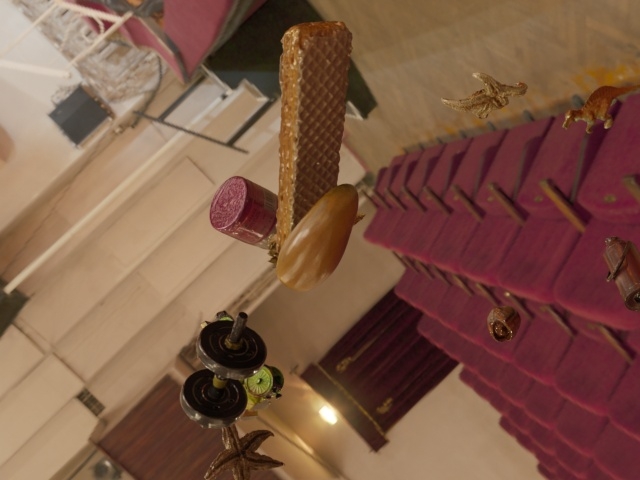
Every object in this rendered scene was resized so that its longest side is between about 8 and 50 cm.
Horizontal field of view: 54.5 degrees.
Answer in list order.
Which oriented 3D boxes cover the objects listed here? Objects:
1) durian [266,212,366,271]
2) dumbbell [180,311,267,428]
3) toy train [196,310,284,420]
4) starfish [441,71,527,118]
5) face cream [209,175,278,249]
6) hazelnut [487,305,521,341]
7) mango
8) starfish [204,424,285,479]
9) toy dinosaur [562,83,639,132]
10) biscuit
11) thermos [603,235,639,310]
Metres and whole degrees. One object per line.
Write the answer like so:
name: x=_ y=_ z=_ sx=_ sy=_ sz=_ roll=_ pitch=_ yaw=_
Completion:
durian: x=-0.006 y=-0.001 z=1.268 sx=0.140 sy=0.224 sz=0.078 roll=57 pitch=-179 yaw=13
dumbbell: x=-0.200 y=0.272 z=1.271 sx=0.143 sy=0.325 sz=0.143 roll=17 pitch=-150 yaw=-10
toy train: x=-0.222 y=0.326 z=1.649 sx=0.296 sy=0.160 sz=0.100 roll=50 pitch=-172 yaw=25
starfish: x=0.425 y=-0.367 z=1.585 sx=0.071 sy=0.216 sz=0.238 roll=69 pitch=-170 yaw=21
face cream: x=-0.202 y=-0.078 z=1.840 sx=0.195 sy=0.175 sz=0.175 roll=26 pitch=-169 yaw=-40
hazelnut: x=0.428 y=0.194 z=1.447 sx=0.086 sy=0.086 sz=0.086 roll=46 pitch=177 yaw=3
mango: x=0.000 y=0.000 z=0.914 sx=0.085 sy=0.184 sz=0.102 roll=41 pitch=-154 yaw=12
starfish: x=-0.190 y=0.513 z=1.502 sx=0.227 sy=0.043 sz=0.240 roll=9 pitch=-127 yaw=-47
toy dinosaur: x=0.702 y=-0.352 z=1.554 sx=0.142 sy=0.212 sz=0.057 roll=19 pitch=-156 yaw=-40
biscuit: x=-0.017 y=-0.136 z=0.935 sx=0.054 sy=0.094 sz=0.378 roll=41 pitch=138 yaw=41
thermos: x=0.826 y=0.073 z=1.663 sx=0.124 sy=0.098 sz=0.232 roll=9 pitch=-139 yaw=-6
